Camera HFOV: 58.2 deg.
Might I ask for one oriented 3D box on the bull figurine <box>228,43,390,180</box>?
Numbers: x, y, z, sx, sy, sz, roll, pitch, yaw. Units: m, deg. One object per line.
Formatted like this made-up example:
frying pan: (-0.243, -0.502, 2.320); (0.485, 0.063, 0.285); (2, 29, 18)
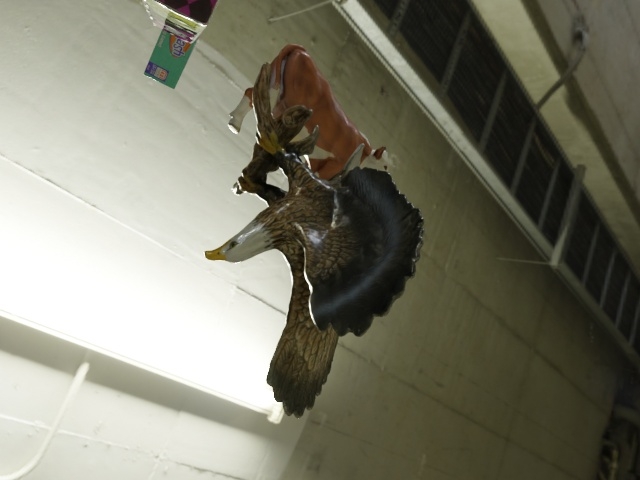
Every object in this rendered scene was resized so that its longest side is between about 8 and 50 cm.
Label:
bull figurine: (-0.005, -0.161, 0.942); (0.188, 0.101, 0.310); (-52, -55, -19)

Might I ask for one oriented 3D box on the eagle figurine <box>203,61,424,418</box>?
eagle figurine: (-0.010, 0.006, 0.619); (0.225, 0.298, 0.226); (-35, -27, 7)

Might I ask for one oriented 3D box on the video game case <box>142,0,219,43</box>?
video game case: (-0.044, -0.241, 0.361); (0.042, 0.210, 0.232); (25, -82, -20)

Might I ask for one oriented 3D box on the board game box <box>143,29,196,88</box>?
board game box: (-0.181, -0.323, 0.808); (0.047, 0.210, 0.160); (25, -61, -19)
